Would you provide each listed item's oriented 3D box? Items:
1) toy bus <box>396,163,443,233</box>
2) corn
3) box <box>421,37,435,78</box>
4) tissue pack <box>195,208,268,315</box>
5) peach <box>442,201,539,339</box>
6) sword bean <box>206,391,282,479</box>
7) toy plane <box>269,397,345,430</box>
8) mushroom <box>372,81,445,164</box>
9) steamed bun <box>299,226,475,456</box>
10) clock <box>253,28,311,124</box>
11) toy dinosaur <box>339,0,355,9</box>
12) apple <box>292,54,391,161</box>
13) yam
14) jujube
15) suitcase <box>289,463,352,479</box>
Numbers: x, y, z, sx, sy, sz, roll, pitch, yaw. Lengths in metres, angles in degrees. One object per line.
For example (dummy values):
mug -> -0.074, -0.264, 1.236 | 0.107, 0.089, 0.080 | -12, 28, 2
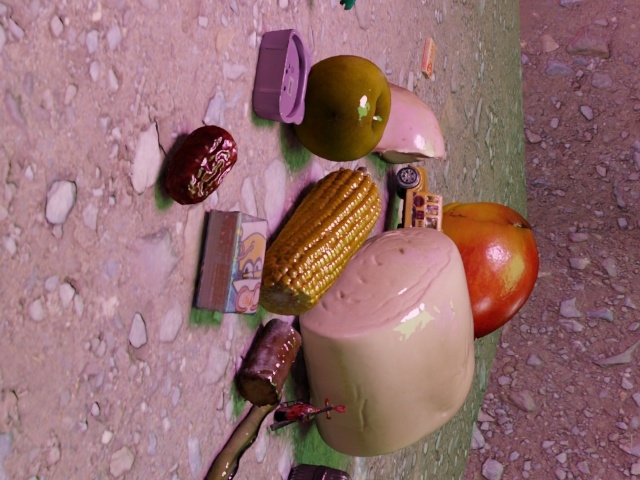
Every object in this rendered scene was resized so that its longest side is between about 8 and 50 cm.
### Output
toy bus -> 0.229, -0.009, 2.256 | 0.121, 0.123, 0.335 | 84, 11, -74
corn -> 0.000, 0.000, 1.693 | 0.387, 0.144, 0.144 | -56, 146, -46
box -> 0.283, -0.476, 2.486 | 0.058, 0.015, 0.093 | 30, 67, -66
tissue pack -> -0.131, 0.034, 1.448 | 0.115, 0.065, 0.155 | 16, 80, -68
peach -> 0.396, 0.079, 2.486 | 0.370, 0.370, 0.370 | 6, 90, -70
sword bean -> -0.123, 0.327, 1.594 | 0.269, 0.038, 0.043 | -52, 137, -57
toy plane -> -0.025, 0.317, 1.750 | 0.060, 0.145, 0.037 | -142, -135, -77
mushroom -> 0.210, -0.263, 2.141 | 0.236, 0.162, 0.173 | 10, 88, -71
steamed bun -> 0.159, 0.189, 1.924 | 0.456, 0.290, 0.371 | -48, 140, -49
clock -> -0.062, -0.266, 1.569 | 0.110, 0.050, 0.152 | 24, 73, -69
toy dinosaur -> 0.023, -0.473, 1.675 | 0.059, 0.096, 0.132 | -52, 145, -57
apple -> 0.036, -0.235, 1.687 | 0.196, 0.157, 0.196 | 7, 90, -69
yam -> -0.084, 0.206, 1.608 | 0.141, 0.079, 0.079 | -64, 152, -45
jujube -> -0.167, -0.103, 1.313 | 0.129, 0.077, 0.077 | -56, 148, -32
suitcase -> 0.012, 0.587, 1.896 | 0.312, 0.128, 0.202 | 69, 34, -50
